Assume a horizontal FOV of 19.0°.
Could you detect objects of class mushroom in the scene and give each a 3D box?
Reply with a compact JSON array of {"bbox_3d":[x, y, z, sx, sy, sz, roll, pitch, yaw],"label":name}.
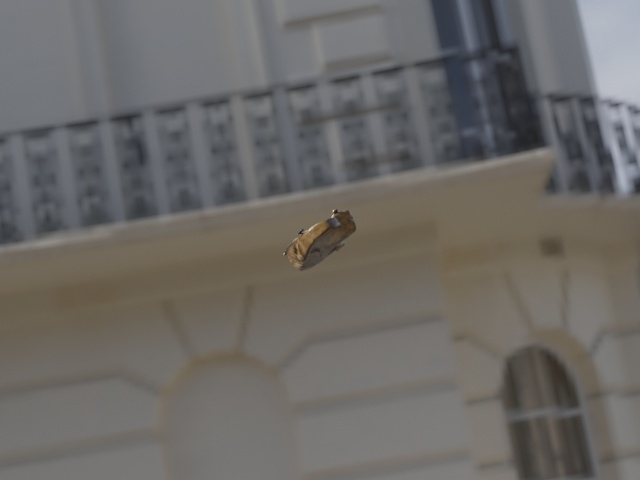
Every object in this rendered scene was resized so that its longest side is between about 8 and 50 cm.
[{"bbox_3d":[0.001,0.000,1.200,0.049,0.019,0.101,-35,-6,-1],"label":"mushroom"}]
